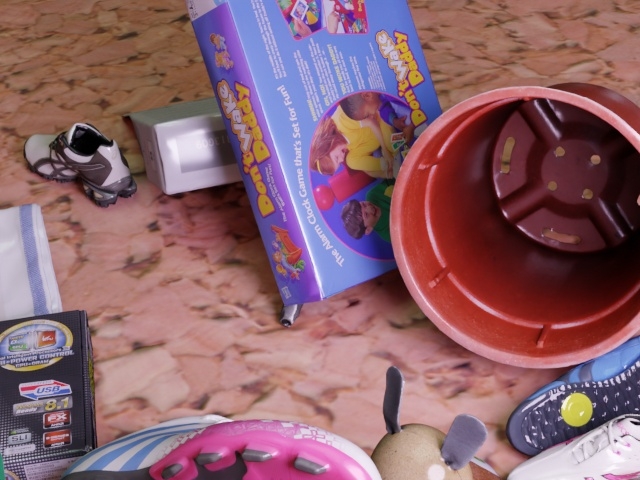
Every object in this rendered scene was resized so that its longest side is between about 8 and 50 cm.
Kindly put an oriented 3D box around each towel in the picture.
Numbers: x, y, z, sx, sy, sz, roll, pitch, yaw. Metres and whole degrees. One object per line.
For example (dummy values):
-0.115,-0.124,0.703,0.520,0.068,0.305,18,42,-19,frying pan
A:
-0.432,0.048,1.368,0.284,0.034,0.209,-9,46,-13,towel

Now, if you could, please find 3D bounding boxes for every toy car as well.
0.093,0.189,1.020,0.155,0.188,0.149,26,44,35,toy car

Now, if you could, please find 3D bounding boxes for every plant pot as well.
0.240,-0.042,1.282,0.272,0.273,0.265,10,19,19,plant pot

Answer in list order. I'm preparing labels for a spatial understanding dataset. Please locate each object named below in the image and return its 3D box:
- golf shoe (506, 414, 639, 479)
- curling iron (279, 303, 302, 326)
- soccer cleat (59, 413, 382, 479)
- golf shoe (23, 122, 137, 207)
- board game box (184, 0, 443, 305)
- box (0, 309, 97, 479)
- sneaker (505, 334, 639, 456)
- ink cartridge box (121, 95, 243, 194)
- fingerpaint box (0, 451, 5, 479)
0.250,0.187,1.104,0.186,0.086,0.067,-13,37,-11,golf shoe
0.000,0.000,1.430,0.035,0.068,0.274,10,41,7,curling iron
-0.079,0.186,1.032,0.331,0.116,0.143,-12,17,32,soccer cleat
-0.309,-0.117,1.590,0.198,0.094,0.077,22,43,34,golf shoe
0.018,-0.132,1.351,0.233,0.347,0.078,-20,4,-34,board game box
-0.352,0.170,1.201,0.270,0.060,0.216,-8,35,-7,box
0.262,0.146,1.195,0.209,0.069,0.082,-24,7,-15,sneaker
-0.083,-0.145,1.606,0.308,0.091,0.385,-12,10,-13,ink cartridge box
-0.484,0.283,0.864,0.371,0.163,0.445,4,23,16,fingerpaint box
